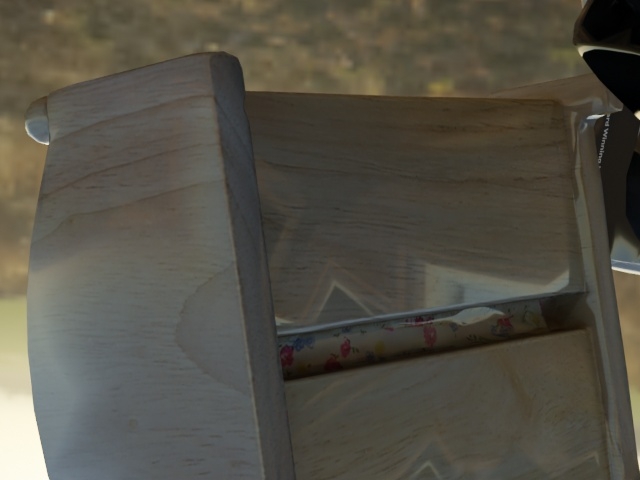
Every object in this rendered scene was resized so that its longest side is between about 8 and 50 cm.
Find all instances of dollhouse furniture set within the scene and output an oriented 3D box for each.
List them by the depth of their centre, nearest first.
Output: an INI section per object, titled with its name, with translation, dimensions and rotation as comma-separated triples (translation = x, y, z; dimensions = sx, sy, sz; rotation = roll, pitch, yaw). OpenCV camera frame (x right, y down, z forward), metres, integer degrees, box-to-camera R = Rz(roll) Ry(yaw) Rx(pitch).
[dollhouse furniture set]
translation = 0.000, 0.000, 0.566
dimensions = 0.173, 0.356, 0.303
rotation = -9, 176, 36

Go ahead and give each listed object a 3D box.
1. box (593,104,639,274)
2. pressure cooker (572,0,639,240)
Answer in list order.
[box]
translation = 0.220, -0.126, 0.804
dimensions = 0.076, 0.307, 0.242
rotation = 11, -179, -19
[pressure cooker]
translation = 0.228, -0.167, 0.363
dimensions = 0.370, 0.376, 0.420
rotation = -21, -164, -18
